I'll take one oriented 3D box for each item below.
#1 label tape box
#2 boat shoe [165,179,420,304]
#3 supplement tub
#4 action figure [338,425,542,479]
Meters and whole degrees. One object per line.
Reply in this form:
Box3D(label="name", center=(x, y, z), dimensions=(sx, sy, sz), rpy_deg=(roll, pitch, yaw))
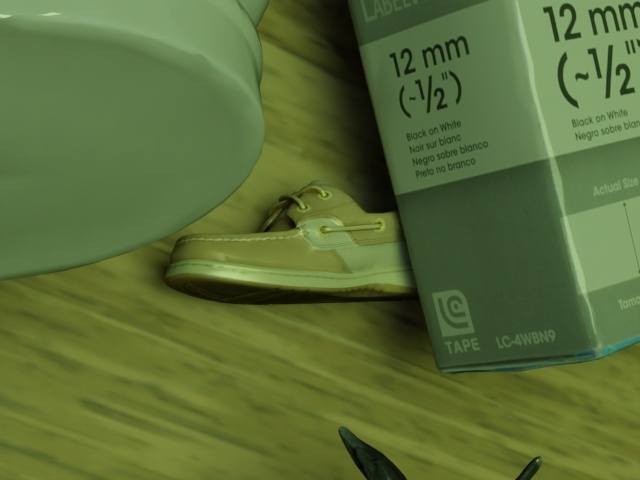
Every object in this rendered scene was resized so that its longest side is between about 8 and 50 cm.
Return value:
Box3D(label="label tape box", center=(0.139, -0.130, 0.812), dimensions=(0.249, 0.115, 0.347), rpy_deg=(-14, 93, -40))
Box3D(label="boat shoe", center=(0.000, 0.000, 0.789), dimensions=(0.170, 0.063, 0.059), rpy_deg=(1, 82, -35))
Box3D(label="supplement tub", center=(-0.137, -0.163, 0.576), dimensions=(0.228, 0.228, 0.316), rpy_deg=(1, 66, -26))
Box3D(label="action figure", center=(-0.015, 0.187, 0.721), dimensions=(0.276, 0.141, 0.164), rpy_deg=(-32, 97, -9))
